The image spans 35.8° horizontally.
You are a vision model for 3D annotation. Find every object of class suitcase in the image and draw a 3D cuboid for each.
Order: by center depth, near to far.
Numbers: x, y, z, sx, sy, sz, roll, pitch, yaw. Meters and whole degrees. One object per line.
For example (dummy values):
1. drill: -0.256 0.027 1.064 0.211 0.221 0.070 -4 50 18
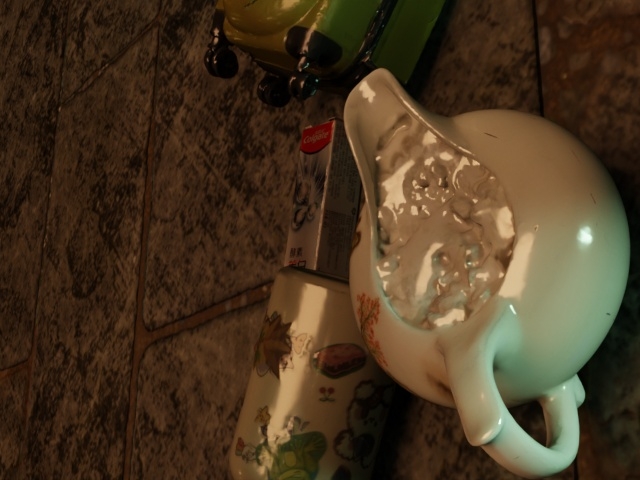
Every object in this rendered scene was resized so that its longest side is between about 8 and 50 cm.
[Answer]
1. suitcase: 0.007 -0.233 0.875 0.194 0.143 0.235 25 91 54

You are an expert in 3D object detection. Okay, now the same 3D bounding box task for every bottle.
1. bottle: -0.008 0.154 0.794 0.120 0.120 0.253 14 91 55

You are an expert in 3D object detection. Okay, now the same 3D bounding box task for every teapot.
1. teapot: 0.104 0.017 0.653 0.204 0.139 0.298 -41 50 23

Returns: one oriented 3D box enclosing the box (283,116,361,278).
1. box: 0.000 0.000 0.906 0.055 0.039 0.218 -10 70 54
